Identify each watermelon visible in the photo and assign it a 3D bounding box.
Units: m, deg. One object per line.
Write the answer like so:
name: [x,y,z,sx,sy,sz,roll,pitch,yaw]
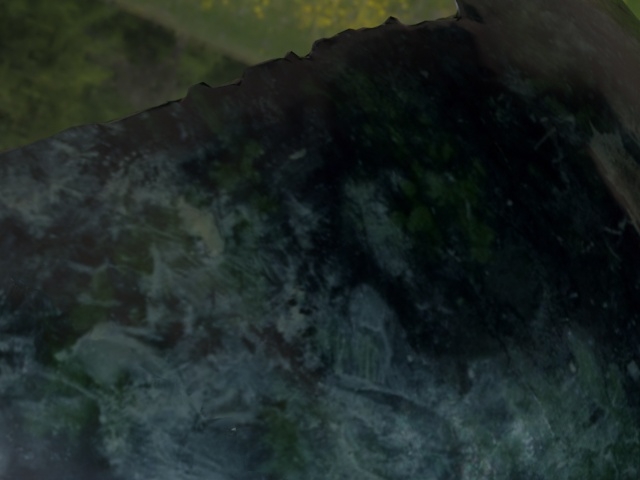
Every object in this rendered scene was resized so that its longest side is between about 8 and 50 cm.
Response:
watermelon: [0.000,0.000,0.442,0.226,0.148,0.318,-4,-156,39]
